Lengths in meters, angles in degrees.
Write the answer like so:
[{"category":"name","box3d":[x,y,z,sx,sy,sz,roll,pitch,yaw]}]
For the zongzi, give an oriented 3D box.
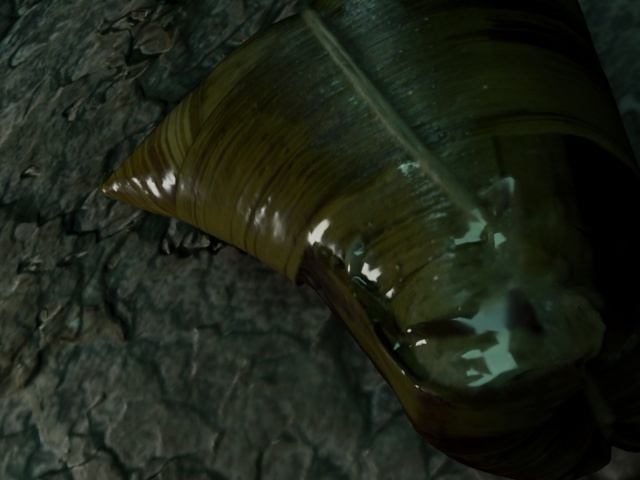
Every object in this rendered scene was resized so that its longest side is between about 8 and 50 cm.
[{"category":"zongzi","box3d":[0.000,0.000,0.468,0.288,0.134,0.286,-23,45,20]}]
